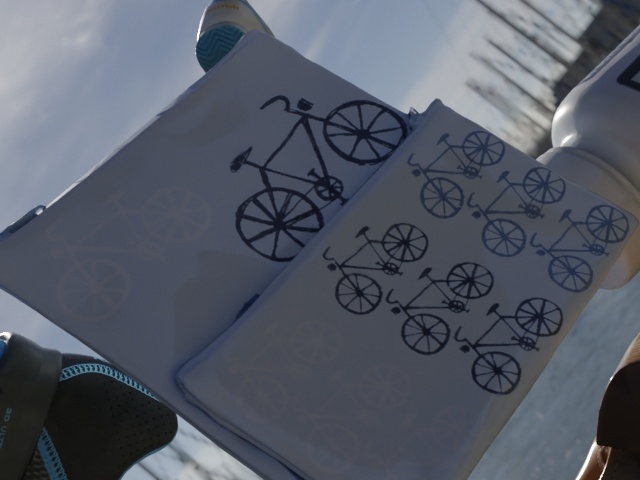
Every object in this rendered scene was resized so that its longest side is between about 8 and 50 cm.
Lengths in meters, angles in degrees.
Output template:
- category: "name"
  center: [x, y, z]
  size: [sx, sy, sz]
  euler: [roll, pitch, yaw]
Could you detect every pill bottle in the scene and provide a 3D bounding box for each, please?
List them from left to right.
- category: "pill bottle"
  center: [0.324, -0.109, 1.045]
  size: [0.318, 0.176, 0.176]
  euler: [-43, -8, -16]

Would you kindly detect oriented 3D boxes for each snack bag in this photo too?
- category: "snack bag"
  center: [0.000, 0.000, 0.772]
  size: [0.323, 0.342, 0.037]
  euler: [-46, -20, -34]

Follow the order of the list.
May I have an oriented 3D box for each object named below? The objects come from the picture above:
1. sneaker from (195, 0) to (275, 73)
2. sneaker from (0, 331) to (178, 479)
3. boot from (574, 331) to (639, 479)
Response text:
- category: "sneaker"
  center: [-0.062, -0.166, 1.256]
  size: [0.092, 0.087, 0.229]
  euler: [-89, -19, -44]
- category: "sneaker"
  center: [-0.198, 0.237, 0.767]
  size: [0.125, 0.139, 0.341]
  euler: [-130, 58, -69]
- category: "boot"
  center: [0.238, 0.172, 0.838]
  size: [0.220, 0.109, 0.283]
  euler: [-21, -57, -56]
